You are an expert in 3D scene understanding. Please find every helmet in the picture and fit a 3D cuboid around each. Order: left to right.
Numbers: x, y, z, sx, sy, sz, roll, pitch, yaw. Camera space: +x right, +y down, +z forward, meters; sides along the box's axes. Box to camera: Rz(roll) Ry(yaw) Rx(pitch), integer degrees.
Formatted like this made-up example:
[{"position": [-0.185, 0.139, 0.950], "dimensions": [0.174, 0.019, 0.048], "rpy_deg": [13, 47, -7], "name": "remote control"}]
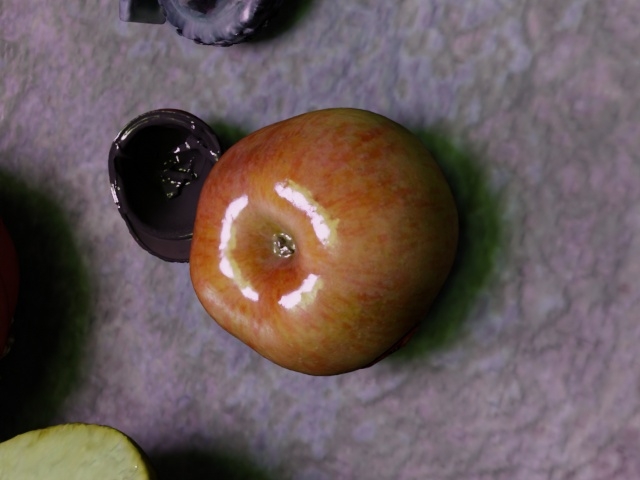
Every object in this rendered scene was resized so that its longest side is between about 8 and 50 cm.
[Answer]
[{"position": [-0.079, -0.033, 0.606], "dimensions": [0.065, 0.049, 0.084], "rpy_deg": [-13, 108, -2], "name": "helmet"}]

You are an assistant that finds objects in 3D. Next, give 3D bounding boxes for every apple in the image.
[{"position": [-0.001, -0.003, 0.526], "dimensions": [0.126, 0.102, 0.126], "rpy_deg": [-2, 86, 30], "name": "apple"}]

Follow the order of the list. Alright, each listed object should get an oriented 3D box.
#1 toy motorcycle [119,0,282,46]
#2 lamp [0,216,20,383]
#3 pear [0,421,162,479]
[{"position": [-0.074, -0.243, 0.592], "dimensions": [0.159, 0.106, 0.270], "rpy_deg": [14, 104, 35], "name": "toy motorcycle"}, {"position": [-0.279, 0.039, 0.623], "dimensions": [0.227, 0.227, 0.227], "rpy_deg": [-3, 84, 30], "name": "lamp"}, {"position": [-0.117, 0.217, 0.532], "dimensions": [0.292, 0.159, 0.292], "rpy_deg": [-27, 35, 21], "name": "pear"}]
